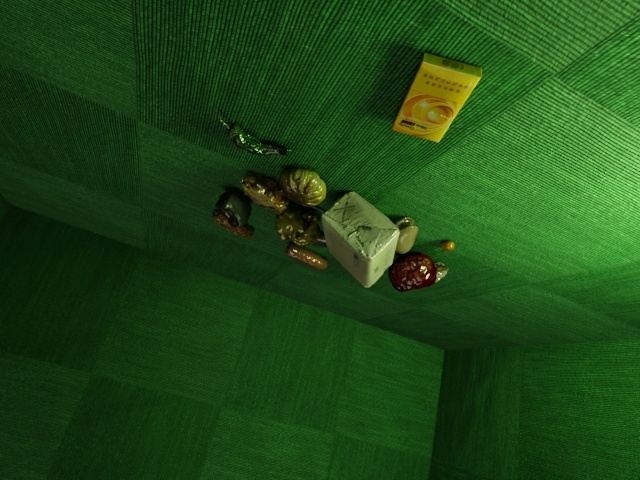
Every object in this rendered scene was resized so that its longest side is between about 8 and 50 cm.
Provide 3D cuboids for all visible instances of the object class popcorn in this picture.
[{"bbox_3d":[-0.095,-0.079,1.957,0.226,0.200,0.203,47,125,1],"label":"popcorn"}]

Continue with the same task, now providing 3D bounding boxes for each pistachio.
[{"bbox_3d":[0.369,-0.022,1.849,0.136,0.135,0.226,12,150,6],"label":"pistachio"}]

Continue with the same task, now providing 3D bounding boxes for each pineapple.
[{"bbox_3d":[-0.248,-0.213,1.817,0.236,0.114,0.186,33,154,-17],"label":"pineapple"}]

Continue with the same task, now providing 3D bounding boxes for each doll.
[{"bbox_3d":[0.618,0.173,2.198,0.129,0.081,0.207,-19,161,-8],"label":"doll"}]

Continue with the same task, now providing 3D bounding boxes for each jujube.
[{"bbox_3d":[0.469,0.158,2.103,0.232,0.213,0.213,-13,146,33],"label":"jujube"}]

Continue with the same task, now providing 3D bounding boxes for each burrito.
[{"bbox_3d":[0.000,-0.003,2.192,0.309,0.066,0.096,7,154,12],"label":"burrito"}]

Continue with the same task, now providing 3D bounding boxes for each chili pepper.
[{"bbox_3d":[-0.250,-0.360,1.494,0.279,0.065,0.122,20,149,-19],"label":"chili pepper"}]

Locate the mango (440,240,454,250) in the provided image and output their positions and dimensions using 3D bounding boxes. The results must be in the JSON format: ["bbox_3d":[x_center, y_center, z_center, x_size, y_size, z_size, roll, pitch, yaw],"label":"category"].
[{"bbox_3d":[0.588,0.025,1.919,0.060,0.046,0.089,22,170,-12],"label":"mango"}]

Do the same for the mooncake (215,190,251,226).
[{"bbox_3d":[-0.416,-0.149,1.970,0.104,0.175,0.168,-4,-166,30],"label":"mooncake"}]

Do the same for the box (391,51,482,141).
[{"bbox_3d":[0.304,-0.377,1.121,0.152,0.043,0.269,16,158,-2],"label":"box"}]

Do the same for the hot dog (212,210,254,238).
[{"bbox_3d":[-0.481,-0.086,2.296,0.115,0.072,0.269,-17,142,40],"label":"hot dog"}]

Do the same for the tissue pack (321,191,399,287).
[{"bbox_3d":[0.171,0.002,1.806,0.297,0.207,0.380,43,166,22],"label":"tissue pack"}]

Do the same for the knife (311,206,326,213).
[{"bbox_3d":[0.016,-0.130,1.942,0.313,0.019,0.044,25,164,-26],"label":"knife"}]

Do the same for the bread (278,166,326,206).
[{"bbox_3d":[-0.077,-0.212,1.689,0.213,0.104,0.213,15,161,5],"label":"bread"}]

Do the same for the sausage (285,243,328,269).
[{"bbox_3d":[-0.083,0.101,2.470,0.289,0.086,0.086,25,156,-27],"label":"sausage"}]
